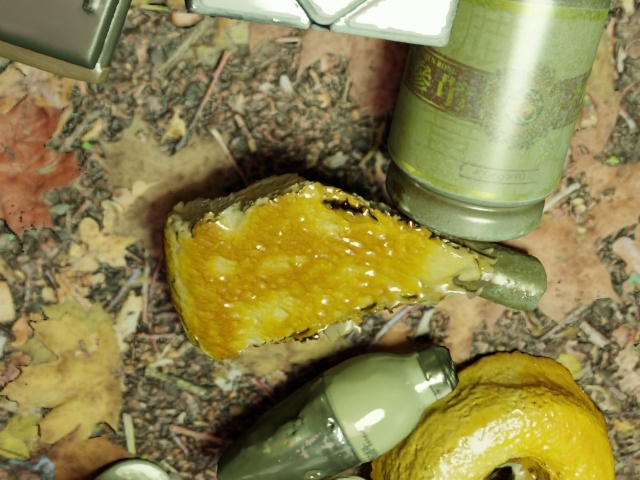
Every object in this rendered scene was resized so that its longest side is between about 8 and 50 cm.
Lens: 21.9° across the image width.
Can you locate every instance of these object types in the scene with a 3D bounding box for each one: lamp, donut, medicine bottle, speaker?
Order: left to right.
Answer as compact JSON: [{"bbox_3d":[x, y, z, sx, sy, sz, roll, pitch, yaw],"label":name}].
[{"bbox_3d":[-0.244,-0.244,1.239,0.231,0.192,0.153,17,116,-13],"label":"speaker"},{"bbox_3d":[0.014,0.169,1.562,0.250,0.101,0.101,-26,120,5],"label":"lamp"},{"bbox_3d":[0.174,0.234,1.625,0.254,0.118,0.253,-7,111,-18],"label":"donut"},{"bbox_3d":[0.153,-0.170,1.361,0.151,0.151,0.322,6,118,-12],"label":"medicine bottle"}]

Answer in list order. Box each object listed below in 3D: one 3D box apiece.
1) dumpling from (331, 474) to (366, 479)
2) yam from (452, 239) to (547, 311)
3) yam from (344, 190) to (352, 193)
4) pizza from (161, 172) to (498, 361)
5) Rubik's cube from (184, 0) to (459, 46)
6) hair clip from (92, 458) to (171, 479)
[{"bbox_3d":[0.005,0.320,1.615,0.162,0.132,0.250,39,134,-4],"label":"dumpling"},{"bbox_3d":[0.142,0.024,1.529,0.132,0.054,0.054,17,115,-17],"label":"yam"},{"bbox_3d":[0.000,0.000,1.513,0.014,0.014,0.107,24,113,-21],"label":"yam"},{"bbox_3d":[0.002,0.015,1.461,0.297,0.071,0.189,-10,126,17],"label":"pizza"},{"bbox_3d":[0.005,-0.284,1.243,0.207,0.205,0.205,8,117,-12],"label":"Rubik's cube"},{"bbox_3d":[-0.209,0.329,1.610,0.173,0.113,0.282,23,114,-20],"label":"hair clip"}]
